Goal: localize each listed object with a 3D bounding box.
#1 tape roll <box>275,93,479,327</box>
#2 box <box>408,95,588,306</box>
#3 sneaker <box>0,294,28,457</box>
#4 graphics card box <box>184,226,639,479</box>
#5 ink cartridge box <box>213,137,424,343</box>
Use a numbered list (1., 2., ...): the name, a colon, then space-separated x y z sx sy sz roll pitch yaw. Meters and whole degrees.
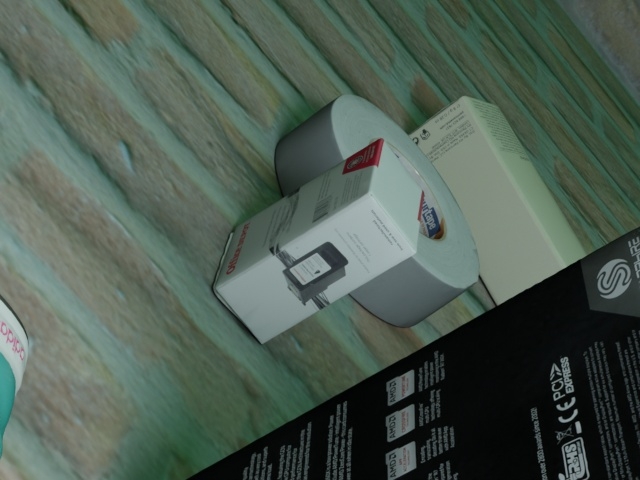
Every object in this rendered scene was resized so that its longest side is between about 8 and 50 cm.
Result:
1. tape roll: 0.056 -0.029 1.452 0.219 0.072 0.219 43 25 -25
2. box: 0.209 -0.021 1.713 0.113 0.094 0.275 7 51 -60
3. sneaker: -0.231 0.062 0.627 0.295 0.124 0.178 50 35 -49
4. graphics card box: 0.039 0.168 0.746 0.094 0.371 0.232 47 23 -26
5. ink cartridge box: 0.000 0.000 1.200 0.063 0.150 0.109 51 22 -18
